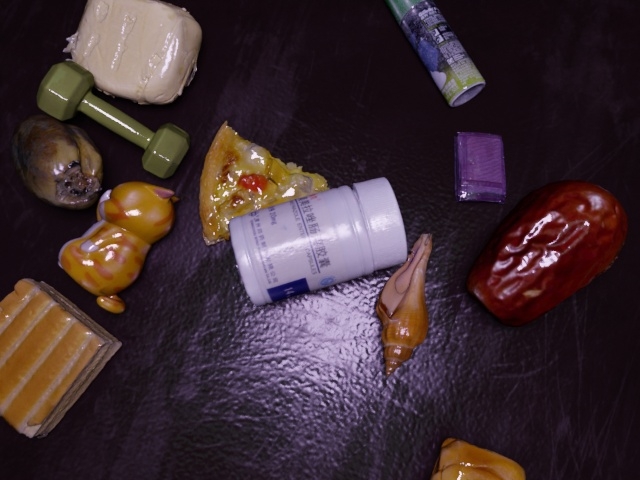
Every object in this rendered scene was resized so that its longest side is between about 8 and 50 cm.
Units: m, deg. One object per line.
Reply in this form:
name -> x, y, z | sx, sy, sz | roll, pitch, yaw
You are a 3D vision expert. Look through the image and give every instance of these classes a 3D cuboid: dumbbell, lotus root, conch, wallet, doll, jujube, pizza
dumbbell -> -0.430, -0.252, 1.012 | 0.302, 0.121, 0.108 | 31, 107, -23
lotus root -> -0.554, -0.167, 0.997 | 0.275, 0.152, 0.160 | 41, 113, 42
conch -> 0.182, 0.128, 1.001 | 0.110, 0.093, 0.330 | 9, 57, 20
wallet -> 0.361, -0.165, 1.078 | 0.111, 0.030, 0.165 | 1, 78, 2
doll -> -0.416, -0.007, 0.992 | 0.162, 0.167, 0.269 | 31, 84, -19
jujube -> 0.440, 0.024, 0.946 | 0.223, 0.223, 0.318 | 45, 93, 9
pizza -> -0.124, -0.133, 1.057 | 0.288, 0.075, 0.279 | -3, 79, 1

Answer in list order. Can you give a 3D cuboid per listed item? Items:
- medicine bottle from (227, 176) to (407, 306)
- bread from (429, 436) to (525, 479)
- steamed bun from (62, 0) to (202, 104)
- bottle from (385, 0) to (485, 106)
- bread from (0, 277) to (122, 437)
medicine bottle -> 0.000, 0.000, 0.969 | 0.333, 0.190, 0.189 | -17, 79, -3
bread -> 0.262, 0.530, 0.888 | 0.167, 0.132, 0.294 | 23, 78, -1
steamed bun -> -0.407, -0.427, 1.077 | 0.273, 0.166, 0.231 | 17, 100, 6
bottle -> 0.259, -0.472, 1.112 | 0.093, 0.093, 0.329 | -27, 79, -5
bread -> -0.579, 0.235, 0.969 | 0.239, 0.111, 0.246 | 35, 83, 10
